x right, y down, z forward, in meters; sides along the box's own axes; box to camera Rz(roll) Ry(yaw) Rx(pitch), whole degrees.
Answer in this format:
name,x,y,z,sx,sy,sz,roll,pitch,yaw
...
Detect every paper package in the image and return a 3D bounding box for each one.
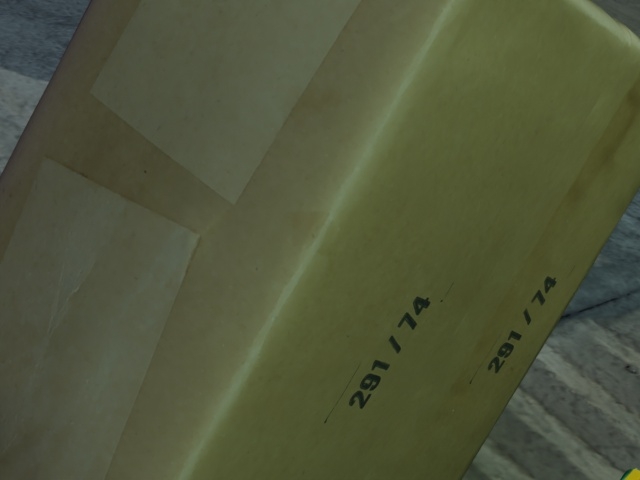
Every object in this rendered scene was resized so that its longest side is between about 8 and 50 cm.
name,x,y,z,sx,sy,sz,roll,pitch,yaw
paper package,0.000,0.000,0.685,0.168,0.324,0.309,33,10,29

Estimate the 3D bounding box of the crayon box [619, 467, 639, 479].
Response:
name,x,y,z,sx,sy,sz,roll,pitch,yaw
crayon box,0.231,0.239,0.674,0.278,0.081,0.165,27,33,26
